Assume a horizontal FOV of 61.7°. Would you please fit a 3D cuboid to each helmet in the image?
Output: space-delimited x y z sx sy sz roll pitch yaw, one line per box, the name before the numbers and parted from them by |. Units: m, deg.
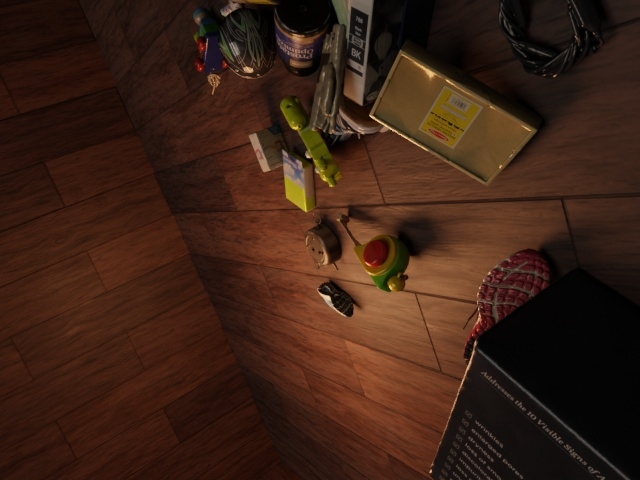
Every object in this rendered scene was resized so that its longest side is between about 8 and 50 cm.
helmet | -0.191 -0.522 1.417 0.161 0.169 0.169 -128 24 -55

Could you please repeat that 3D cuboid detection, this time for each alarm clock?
alarm clock | 0.000 0.000 1.671 0.129 0.064 0.192 25 132 51

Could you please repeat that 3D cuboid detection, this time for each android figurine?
android figurine | -0.019 -0.248 1.363 0.248 0.056 0.273 54 -170 -53

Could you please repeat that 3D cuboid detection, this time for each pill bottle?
pill bottle | -0.041 -0.462 1.207 0.123 0.122 0.219 59 173 8

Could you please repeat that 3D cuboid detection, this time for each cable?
cable | 0.334 -0.340 0.802 0.185 0.047 0.150 61 158 -2

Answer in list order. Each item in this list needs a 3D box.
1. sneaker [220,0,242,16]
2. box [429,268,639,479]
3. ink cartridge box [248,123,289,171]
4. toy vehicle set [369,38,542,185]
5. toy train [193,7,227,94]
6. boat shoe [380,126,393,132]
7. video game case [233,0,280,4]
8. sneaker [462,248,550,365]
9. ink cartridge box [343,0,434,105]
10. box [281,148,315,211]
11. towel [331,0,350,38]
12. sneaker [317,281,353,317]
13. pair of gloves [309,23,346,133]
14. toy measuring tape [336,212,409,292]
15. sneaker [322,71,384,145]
sneaker | -0.252 -0.673 1.525 0.098 0.038 0.069 29 137 33
box | 0.484 0.401 0.927 0.480 0.297 0.472 43 148 35
ink cartridge box | -0.152 -0.282 1.645 0.052 0.088 0.123 2 116 57
toy vehicle set | 0.232 -0.221 0.960 0.266 0.035 0.166 31 148 1
toy train | -0.366 -0.606 1.722 0.143 0.105 0.248 65 155 19
boat shoe | 0.177 -0.251 1.129 0.183 0.083 0.065 -133 61 -79
video game case | -0.113 -0.644 1.130 0.248 0.035 0.275 38 116 54
sneaker | 0.372 0.136 1.098 0.120 0.112 0.299 25 127 15
ink cartridge box | 0.128 -0.418 0.948 0.065 0.165 0.333 41 148 33
box | -0.067 -0.187 1.632 0.109 0.042 0.178 37 143 39
towel | 0.018 -0.562 0.966 0.325 0.038 0.248 80 174 -72
sneaker | 0.059 0.201 1.770 0.162 0.063 0.073 42 164 42
pair of gloves | 0.020 -0.320 1.082 0.240 0.042 0.204 -116 35 -75
toy measuring tape | 0.145 0.004 1.401 0.330 0.121 0.121 -119 21 -45
sneaker | 0.072 -0.265 1.214 0.282 0.099 0.153 -118 20 -49
